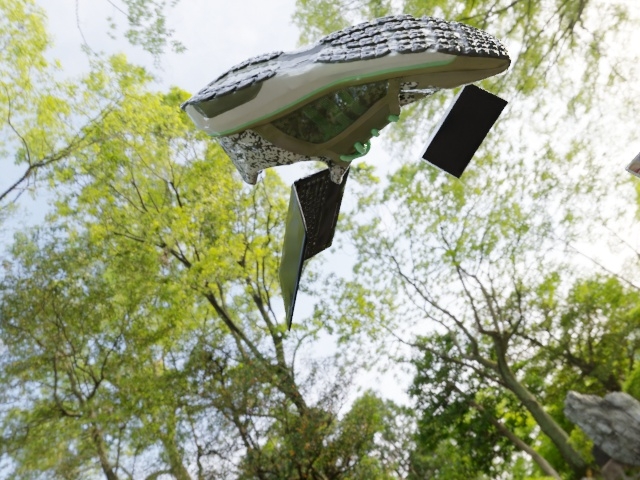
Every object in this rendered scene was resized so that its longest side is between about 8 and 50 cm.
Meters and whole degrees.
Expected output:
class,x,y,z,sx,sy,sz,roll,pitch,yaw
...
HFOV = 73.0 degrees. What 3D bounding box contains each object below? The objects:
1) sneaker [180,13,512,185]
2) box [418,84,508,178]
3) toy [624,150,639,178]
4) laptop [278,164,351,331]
class,x,y,z,sx,sy,sz,roll,pitch,yaw
sneaker,0.033,-0.171,0.581,0.411,0.157,0.181,-6,-49,19
box,0.324,-0.254,1.028,0.184,0.103,0.261,-63,-5,15
toy,0.623,-0.102,0.653,0.136,0.237,0.056,-50,-24,2
laptop,0.000,0.000,0.850,0.265,0.137,0.234,-28,-37,-41
